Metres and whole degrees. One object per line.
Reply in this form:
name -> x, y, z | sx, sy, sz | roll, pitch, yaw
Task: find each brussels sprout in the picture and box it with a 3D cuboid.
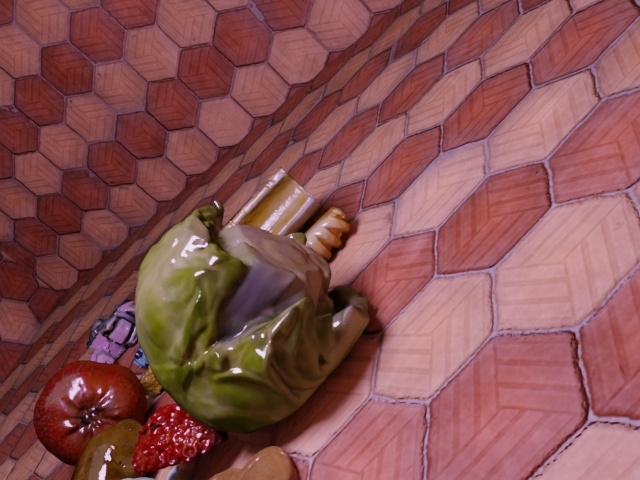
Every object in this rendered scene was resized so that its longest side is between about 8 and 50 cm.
brussels sprout -> -0.153, 0.166, 1.404 | 0.342, 0.425, 0.361 | -3, -56, -55

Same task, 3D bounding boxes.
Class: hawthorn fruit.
hawthorn fruit -> -0.589, 0.441, 1.882 | 0.299, 0.275, 0.275 | -38, 20, 51

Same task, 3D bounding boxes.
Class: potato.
potato -> -0.484, 0.556, 1.608 | 0.195, 0.176, 0.369 | 1, 50, 28

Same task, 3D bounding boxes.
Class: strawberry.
strawberry -> -0.281, 0.377, 1.479 | 0.190, 0.111, 0.236 | -20, -4, -41

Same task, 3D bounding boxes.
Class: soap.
soap -> -0.148, -0.010, 1.855 | 0.335, 0.156, 0.293 | -48, -8, 0

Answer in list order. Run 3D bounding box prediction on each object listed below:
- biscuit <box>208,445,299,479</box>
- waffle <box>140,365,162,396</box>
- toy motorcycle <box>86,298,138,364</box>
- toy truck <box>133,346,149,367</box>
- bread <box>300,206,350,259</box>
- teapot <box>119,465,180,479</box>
biscuit -> -0.187, 0.495, 1.234 | 0.376, 0.051, 0.269 | -46, 20, -6
waffle -> -0.376, 0.293, 2.005 | 0.229, 0.057, 0.219 | -33, 24, 32
toy motorcycle -> -0.682, 0.324, 2.449 | 0.188, 0.143, 0.327 | -25, 37, 46
toy truck -> -0.529, 0.350, 2.226 | 0.073, 0.056, 0.090 | -57, 8, -36
bread -> 0.000, 0.000, 1.751 | 0.177, 0.084, 0.119 | -49, 14, -4
teapot -> -0.365, 0.530, 1.398 | 0.294, 0.130, 0.193 | -25, 16, 10
